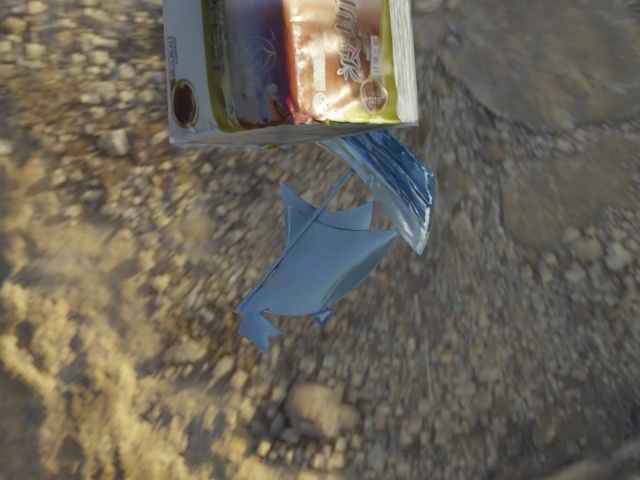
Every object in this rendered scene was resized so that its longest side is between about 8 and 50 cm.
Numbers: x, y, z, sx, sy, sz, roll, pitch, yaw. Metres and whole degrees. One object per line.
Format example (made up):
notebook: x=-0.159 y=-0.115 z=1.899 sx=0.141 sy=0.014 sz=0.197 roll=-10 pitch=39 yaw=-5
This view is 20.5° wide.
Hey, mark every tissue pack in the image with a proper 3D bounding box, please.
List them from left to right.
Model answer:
tissue pack: x=-0.020 y=-0.126 z=0.899 sx=0.106 sy=0.099 sz=0.149 roll=-7 pitch=87 yaw=46

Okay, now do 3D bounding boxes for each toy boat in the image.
toy boat: x=0.011 y=-0.001 z=1.011 sx=0.105 sy=0.034 sz=0.149 roll=20 pitch=82 yaw=34
